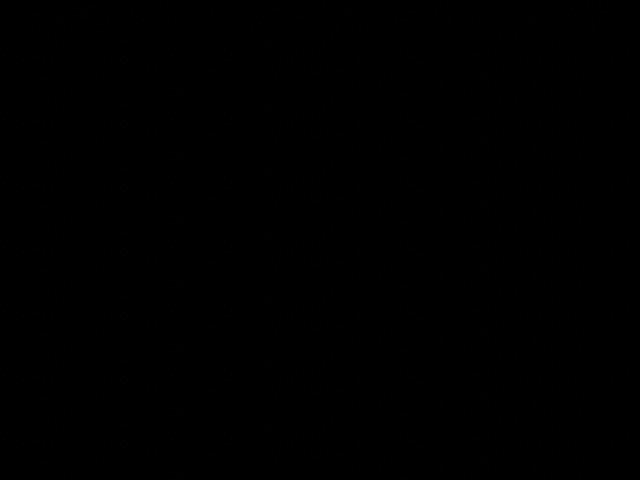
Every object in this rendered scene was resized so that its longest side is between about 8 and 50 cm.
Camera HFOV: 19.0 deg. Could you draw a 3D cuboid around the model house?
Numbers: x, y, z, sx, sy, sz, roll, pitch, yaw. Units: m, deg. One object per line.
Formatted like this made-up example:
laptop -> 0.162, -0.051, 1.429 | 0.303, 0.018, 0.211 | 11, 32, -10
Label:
model house -> 0.000, 0.000, 0.141 | 0.400, 0.395, 0.445 | -13, 133, 22
